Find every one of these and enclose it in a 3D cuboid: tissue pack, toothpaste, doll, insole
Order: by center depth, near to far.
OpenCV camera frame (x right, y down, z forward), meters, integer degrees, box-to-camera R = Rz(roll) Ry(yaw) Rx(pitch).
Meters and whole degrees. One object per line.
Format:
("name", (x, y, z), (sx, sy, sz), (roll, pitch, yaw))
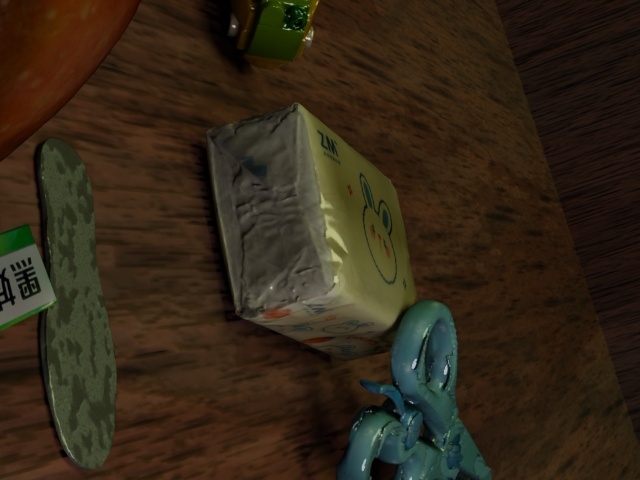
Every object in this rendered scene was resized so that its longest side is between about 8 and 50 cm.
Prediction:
("toothpaste", (-0.169, 0.031, 0.564), (0.043, 0.037, 0.178), (68, 18, -4))
("insole", (-0.132, 0.030, 0.724), (0.065, 0.006, 0.193), (40, 35, -57))
("tissue pack", (0.000, 0.000, 0.999), (0.196, 0.092, 0.148), (29, 47, -63))
("doll", (-0.035, -0.233, 1.092), (0.134, 0.106, 0.186), (142, -46, -67))

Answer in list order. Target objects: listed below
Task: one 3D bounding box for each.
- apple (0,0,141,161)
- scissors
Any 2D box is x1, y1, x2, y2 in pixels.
("apple", (-0.166, -0.111, 0.436), (0.230, 0.230, 0.230), (56, 24, -39))
("scissors", (0.096, 0.173, 1.110), (0.180, 0.032, 0.393), (-67, 156, -14))
